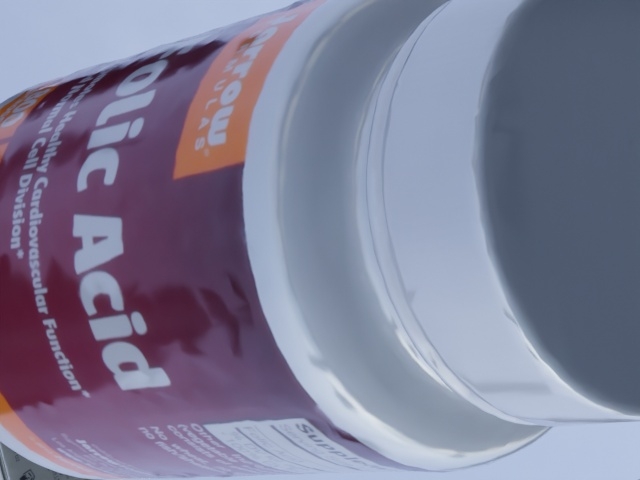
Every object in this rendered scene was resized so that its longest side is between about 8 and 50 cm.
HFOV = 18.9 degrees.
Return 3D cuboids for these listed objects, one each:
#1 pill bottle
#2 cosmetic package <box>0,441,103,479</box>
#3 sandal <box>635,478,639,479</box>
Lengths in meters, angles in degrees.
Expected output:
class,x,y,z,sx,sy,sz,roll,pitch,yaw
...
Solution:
class,x,y,z,sx,sy,sz,roll,pitch,yaw
pill bottle,0.000,0.000,0.913,0.224,0.392,0.224,8,-102,-41
cosmetic package,-0.195,0.127,1.736,0.309,0.160,0.113,-23,-70,-34
sandal,0.138,0.206,1.066,0.097,0.254,0.054,-22,-112,-18
